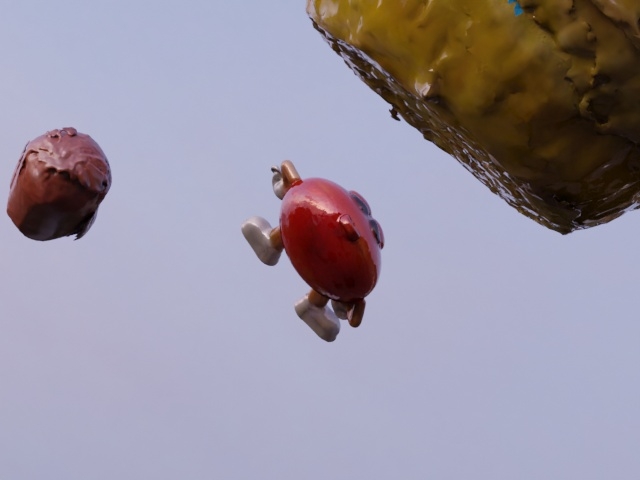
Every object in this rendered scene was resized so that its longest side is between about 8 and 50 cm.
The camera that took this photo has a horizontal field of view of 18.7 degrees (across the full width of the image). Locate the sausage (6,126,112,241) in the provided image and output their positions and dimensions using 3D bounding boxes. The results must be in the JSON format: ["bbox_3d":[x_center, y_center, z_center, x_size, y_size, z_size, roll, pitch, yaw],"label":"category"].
[{"bbox_3d":[-0.203,-0.042,1.511,0.076,0.076,0.141,22,-20,-6],"label":"sausage"}]

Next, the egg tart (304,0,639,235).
[{"bbox_3d":[0.117,-0.132,1.210,0.388,0.169,0.388,44,-2,2],"label":"egg tart"}]

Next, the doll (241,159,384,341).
[{"bbox_3d":[0.000,0.000,1.920,0.183,0.085,0.217,56,-25,9],"label":"doll"}]
